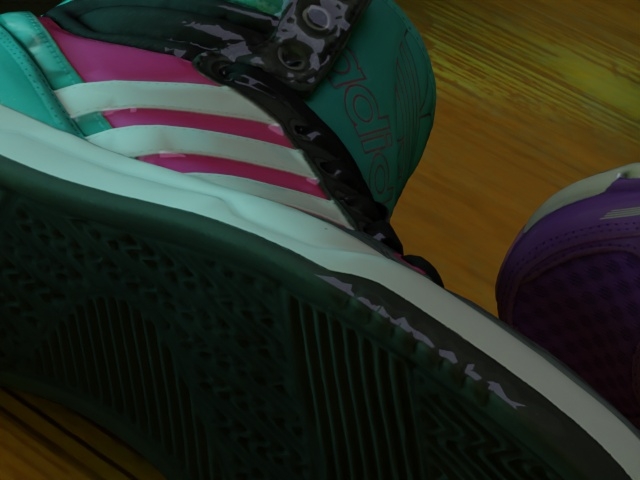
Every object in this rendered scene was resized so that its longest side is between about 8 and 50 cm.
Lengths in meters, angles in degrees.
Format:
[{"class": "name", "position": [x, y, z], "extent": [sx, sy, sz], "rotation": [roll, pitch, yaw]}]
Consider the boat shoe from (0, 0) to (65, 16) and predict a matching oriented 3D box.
[{"class": "boat shoe", "position": [-0.153, -0.101, 0.751], "extent": [0.335, 0.095, 0.112], "rotation": [-5, 31, -22]}]

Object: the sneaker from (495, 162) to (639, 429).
[{"class": "sneaker", "position": [0.155, 0.056, 0.586], "extent": [0.236, 0.095, 0.104], "rotation": [24, 37, 17]}]

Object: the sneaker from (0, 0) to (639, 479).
[{"class": "sneaker", "position": [0.000, 0.000, 0.590], "extent": [0.295, 0.124, 0.178], "rotation": [27, 40, 26]}]
